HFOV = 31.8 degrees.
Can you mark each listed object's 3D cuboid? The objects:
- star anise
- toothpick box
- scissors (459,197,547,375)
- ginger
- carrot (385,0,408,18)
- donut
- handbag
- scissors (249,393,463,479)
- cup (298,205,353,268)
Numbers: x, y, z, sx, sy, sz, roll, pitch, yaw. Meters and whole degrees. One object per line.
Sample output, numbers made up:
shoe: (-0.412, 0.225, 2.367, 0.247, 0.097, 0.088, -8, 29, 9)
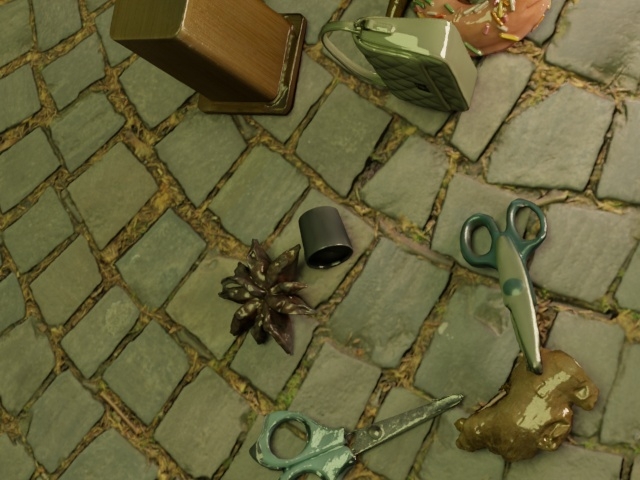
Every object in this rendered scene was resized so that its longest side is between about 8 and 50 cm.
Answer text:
star anise: (-0.084, 0.088, 1.819, 0.182, 0.065, 0.195, 36, 102, 29)
toothpick box: (-0.186, -0.342, 1.852, 0.190, 0.308, 0.187, 6, 79, 30)
scissors: (0.284, 0.067, 1.633, 0.138, 0.041, 0.289, -20, 52, 17)
ginger: (0.289, 0.248, 1.593, 0.213, 0.074, 0.137, -43, 45, 7)
carrot: (0.134, -0.413, 1.862, 0.049, 0.049, 0.254, 17, 88, 29)
donut: (0.255, -0.392, 1.772, 0.233, 0.085, 0.199, -31, 66, 18)
handbag: (0.116, -0.272, 1.713, 0.219, 0.256, 0.079, 10, 80, 21)
scissors: (0.057, 0.306, 1.718, 0.360, 0.029, 0.191, -27, 65, 18)
cup: (0.000, 0.000, 1.808, 0.100, 0.078, 0.077, -46, 51, 44)
